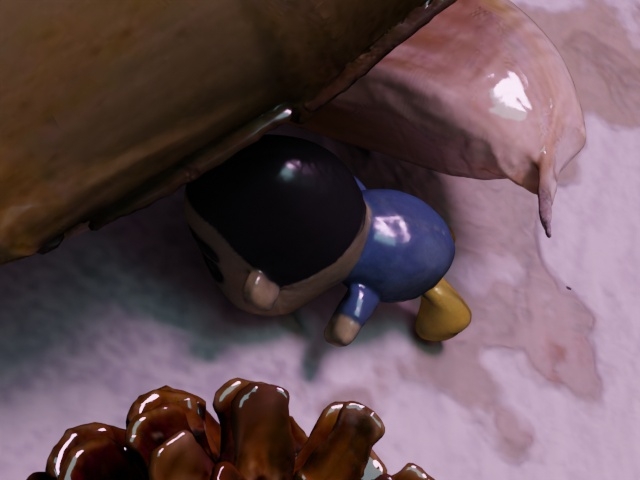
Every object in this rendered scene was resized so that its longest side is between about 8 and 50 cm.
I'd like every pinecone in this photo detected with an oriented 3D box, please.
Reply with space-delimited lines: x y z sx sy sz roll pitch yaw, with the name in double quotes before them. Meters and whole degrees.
"pinecone" -0.027 0.123 0.684 0.163 0.165 0.163 15 61 -30

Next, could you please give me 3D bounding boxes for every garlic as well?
"garlic" 0.057 -0.067 0.908 0.198 0.090 0.128 29 43 23

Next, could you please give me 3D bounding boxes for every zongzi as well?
"zongzi" -0.119 -0.114 0.854 0.500 0.467 0.218 -35 95 -9

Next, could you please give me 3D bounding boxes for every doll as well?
"doll" 0.000 0.000 0.864 0.179 0.089 0.102 31 40 -44
